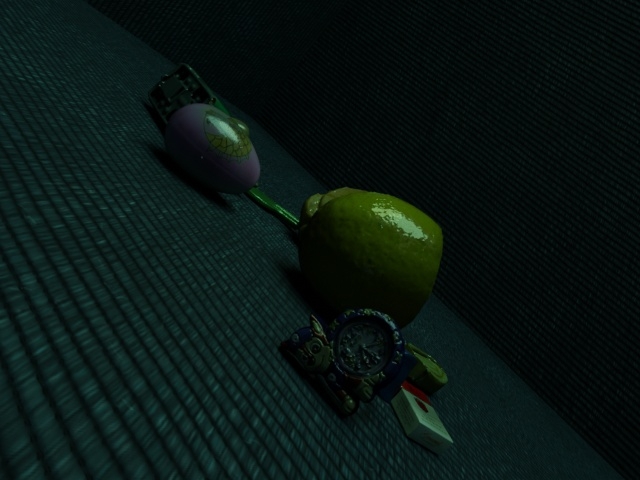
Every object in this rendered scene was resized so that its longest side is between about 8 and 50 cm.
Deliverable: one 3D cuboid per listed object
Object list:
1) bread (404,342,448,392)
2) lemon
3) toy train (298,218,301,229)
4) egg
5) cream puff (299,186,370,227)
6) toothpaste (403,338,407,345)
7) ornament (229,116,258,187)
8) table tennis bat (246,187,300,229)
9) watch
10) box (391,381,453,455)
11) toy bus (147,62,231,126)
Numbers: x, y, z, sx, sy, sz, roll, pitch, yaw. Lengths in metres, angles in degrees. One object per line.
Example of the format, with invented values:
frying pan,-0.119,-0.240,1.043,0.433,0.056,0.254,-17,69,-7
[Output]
bread,0.262,0.333,1.369,0.156,0.064,0.117,38,15,-27
lemon,0.107,0.038,1.327,0.364,0.364,0.364,40,10,-8
toy train,0.000,0.000,1.862,0.209,0.044,0.042,43,10,7
egg,-0.280,-0.235,1.394,0.271,0.196,0.196,39,10,-29
cream puff,0.095,-0.016,1.721,0.342,0.231,0.327,1,37,-17
toothpaste,0.204,0.274,1.528,0.140,0.021,0.037,34,13,-27
ornament,-0.276,-0.253,1.552,0.244,0.230,0.061,16,39,-17
table tennis bat,-0.171,-0.121,1.776,0.257,0.039,0.160,37,9,5
watch,0.069,0.207,0.964,0.196,0.171,0.200,44,-5,21
box,0.197,0.354,1.085,0.100,0.048,0.152,39,12,-24
toy bus,-0.399,-0.399,1.685,0.199,0.183,0.343,49,2,-47
